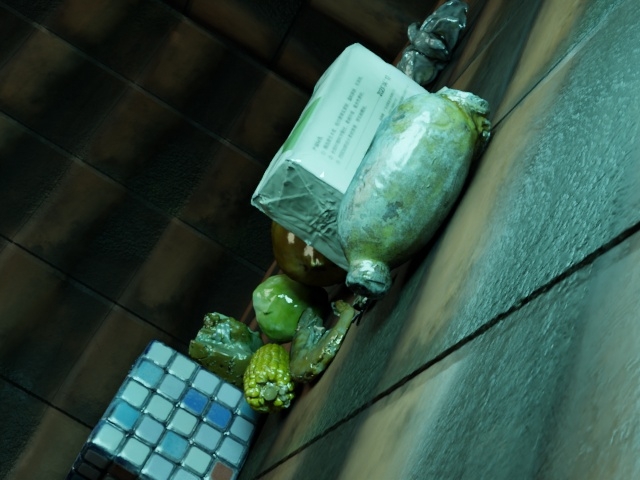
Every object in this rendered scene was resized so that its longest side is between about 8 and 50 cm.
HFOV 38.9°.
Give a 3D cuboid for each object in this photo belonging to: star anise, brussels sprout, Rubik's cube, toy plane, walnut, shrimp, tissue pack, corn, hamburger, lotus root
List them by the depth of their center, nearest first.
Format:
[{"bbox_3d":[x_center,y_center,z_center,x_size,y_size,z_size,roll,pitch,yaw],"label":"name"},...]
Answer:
[{"bbox_3d":[0.122,-0.078,1.367,0.350,0.175,0.175,-59,6,-7],"label":"lotus root"},{"bbox_3d":[0.083,0.086,1.491,0.121,0.031,0.049,-57,11,33],"label":"toy plane"},{"bbox_3d":[0.069,-0.149,1.647,0.194,0.266,0.357,-44,15,49],"label":"tissue pack"},{"bbox_3d":[0.002,0.168,1.652,0.173,0.058,0.253,-48,13,21],"label":"shrimp"},{"bbox_3d":[-0.100,0.267,1.774,0.102,0.102,0.313,-58,3,0],"label":"corn"},{"bbox_3d":[0.000,0.000,1.793,0.209,0.209,0.336,-57,9,15],"label":"walnut"},{"bbox_3d":[-0.321,0.430,1.838,0.287,0.293,0.292,-53,10,44],"label":"Rubik's cube"},{"bbox_3d":[-0.055,0.134,1.879,0.122,0.149,0.152,-18,54,43],"label":"brussels sprout"},{"bbox_3d":[-0.228,0.308,2.281,0.168,0.192,0.288,-56,-23,-44],"label":"hamburger"},{"bbox_3d":[0.261,-0.478,2.363,0.360,0.139,0.316,-58,-1,4],"label":"star anise"}]

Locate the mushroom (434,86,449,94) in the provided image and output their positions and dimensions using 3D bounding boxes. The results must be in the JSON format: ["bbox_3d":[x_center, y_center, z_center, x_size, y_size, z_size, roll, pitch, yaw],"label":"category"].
[{"bbox_3d":[0.207,-0.219,1.856,0.209,0.084,0.071,-51,48,11],"label":"mushroom"}]
